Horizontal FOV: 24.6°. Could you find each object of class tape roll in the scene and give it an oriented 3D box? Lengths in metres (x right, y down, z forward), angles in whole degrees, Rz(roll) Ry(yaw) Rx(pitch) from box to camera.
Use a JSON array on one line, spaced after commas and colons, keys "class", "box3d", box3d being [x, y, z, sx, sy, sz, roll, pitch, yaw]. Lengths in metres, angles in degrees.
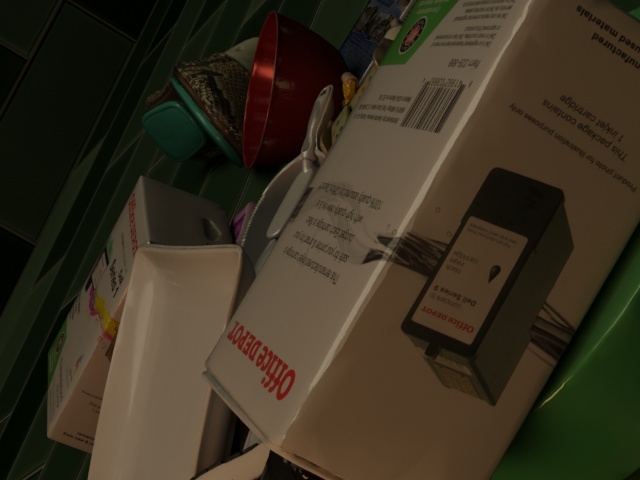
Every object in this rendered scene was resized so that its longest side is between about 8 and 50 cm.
[{"class": "tape roll", "box3d": [0.161, 0.007, 0.912, 0.321, 0.077, 0.321, -52, 19, 25]}]

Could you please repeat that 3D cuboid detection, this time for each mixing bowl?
[{"class": "mixing bowl", "box3d": [-0.024, -0.164, 1.669, 0.181, 0.098, 0.182, -171, 90, -77]}]

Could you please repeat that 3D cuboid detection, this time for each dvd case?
[{"class": "dvd case", "box3d": [0.095, -0.285, 1.712, 0.253, 0.022, 0.180, -57, 16, 8]}]

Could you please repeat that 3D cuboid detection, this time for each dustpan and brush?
[{"class": "dustpan and brush", "box3d": [-0.013, -0.056, 1.427, 0.147, 0.060, 0.211, -11, 46, 48]}]

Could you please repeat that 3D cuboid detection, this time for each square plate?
[{"class": "square plate", "box3d": [-0.150, 0.176, 1.431, 0.344, 0.049, 0.347, 180, 101, -67]}]

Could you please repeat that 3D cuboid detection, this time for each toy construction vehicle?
[{"class": "toy construction vehicle", "box3d": [0.043, -0.111, 1.422, 0.086, 0.035, 0.098, -128, 36, -72]}]

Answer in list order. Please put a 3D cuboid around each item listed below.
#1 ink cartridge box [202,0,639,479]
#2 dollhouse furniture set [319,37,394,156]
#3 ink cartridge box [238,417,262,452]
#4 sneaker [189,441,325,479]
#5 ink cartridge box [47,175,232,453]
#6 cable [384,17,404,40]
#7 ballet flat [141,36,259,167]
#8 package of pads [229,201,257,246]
[{"class": "ink cartridge box", "box3d": [0.068, -0.002, 0.848, 0.289, 0.121, 0.211, -60, 16, -1]}, {"class": "dollhouse furniture set", "box3d": [0.056, -0.042, 1.217, 0.182, 0.101, 0.161, 124, 150, -41]}, {"class": "ink cartridge box", "box3d": [-0.002, 0.099, 1.290, 0.206, 0.045, 0.208, -55, 16, 16]}, {"class": "sneaker", "box3d": [-0.010, 0.205, 1.077, 0.283, 0.107, 0.124, -46, 35, 49]}, {"class": "ink cartridge box", "box3d": [-0.216, 0.091, 1.736, 0.278, 0.117, 0.201, -60, 20, 18]}, {"class": "cable", "box3d": [0.090, -0.125, 1.356, 0.139, 0.072, 0.287, -58, 16, 23]}, {"class": "ballet flat", "box3d": [-0.130, -0.200, 2.035, 0.182, 0.164, 0.483, -41, 12, -10]}, {"class": "package of pads", "box3d": [-0.092, -0.002, 1.748, 0.050, 0.032, 0.083, -48, 19, 41]}]
